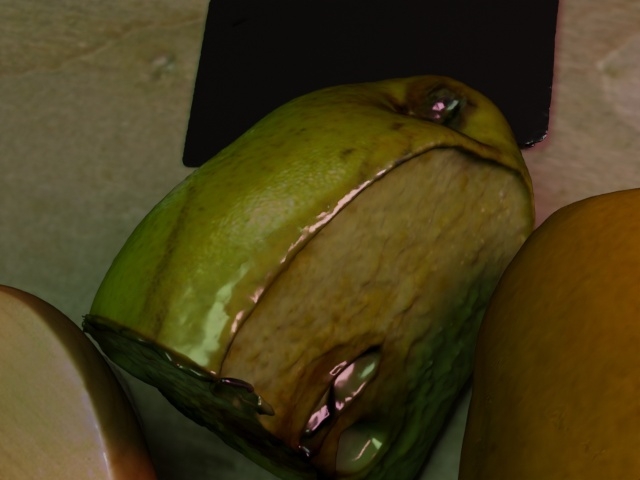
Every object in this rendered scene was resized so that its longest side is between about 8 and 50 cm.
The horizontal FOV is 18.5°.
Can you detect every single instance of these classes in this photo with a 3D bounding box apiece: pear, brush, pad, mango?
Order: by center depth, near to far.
[{"bbox_3d":[0.204,0.161,0.979,0.300,0.232,0.446,-23,51,17],"label":"mango"},{"bbox_3d":[0.000,0.000,1.137,0.164,0.238,0.255,27,80,38],"label":"pear"},{"bbox_3d":[-0.166,0.154,1.179,0.174,0.166,0.266,-45,57,-4],"label":"brush"},{"bbox_3d":[0.035,-0.127,1.322,0.265,0.009,0.159,-2,66,25],"label":"pad"}]
